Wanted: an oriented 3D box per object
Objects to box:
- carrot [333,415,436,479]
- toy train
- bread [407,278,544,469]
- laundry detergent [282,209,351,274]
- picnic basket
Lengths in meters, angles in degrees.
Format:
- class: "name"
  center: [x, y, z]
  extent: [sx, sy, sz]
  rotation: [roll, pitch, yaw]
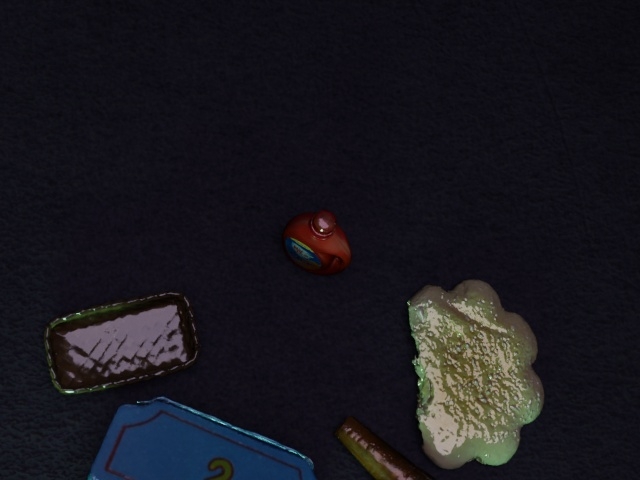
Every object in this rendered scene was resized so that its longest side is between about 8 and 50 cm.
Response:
- class: "carrot"
  center: [0.087, 0.290, 1.703]
  extent: [0.161, 0.055, 0.055]
  rotation: [42, 75, 4]
- class: "toy train"
  center: [-0.156, 0.343, 1.581]
  extent: [0.300, 0.188, 0.265]
  rotation: [23, 61, -3]
- class: "bread"
  center: [0.209, 0.174, 1.752]
  extent: [0.181, 0.039, 0.251]
  rotation: [-3, 78, -9]
- class: "laundry detergent"
  center: [0.000, 0.000, 1.693]
  extent: [0.097, 0.165, 0.049]
  rotation: [30, 74, -1]
- class: "picnic basket"
  center: [-0.252, 0.132, 1.685]
  extent: [0.193, 0.055, 0.110]
  rotation: [-11, 79, -10]
